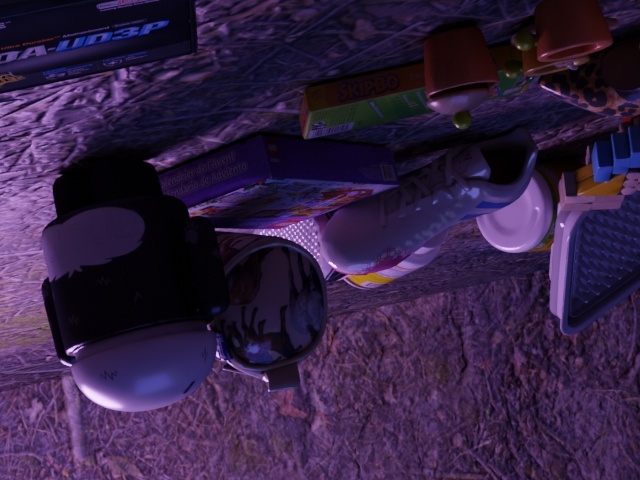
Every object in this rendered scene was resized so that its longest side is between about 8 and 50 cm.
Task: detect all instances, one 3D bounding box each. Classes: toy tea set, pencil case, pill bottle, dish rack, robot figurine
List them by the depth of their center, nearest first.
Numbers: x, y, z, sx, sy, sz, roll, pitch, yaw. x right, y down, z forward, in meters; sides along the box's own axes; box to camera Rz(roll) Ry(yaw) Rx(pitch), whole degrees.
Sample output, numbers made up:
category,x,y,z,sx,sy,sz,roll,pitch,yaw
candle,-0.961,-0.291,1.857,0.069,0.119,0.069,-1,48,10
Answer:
category,x,y,z,sx,sy,sz,roll,pitch,yaw
toy tea set,0.267,-0.170,1.473,0.336,0.124,0.200,-13,176,31
robot figurine,-0.212,0.052,1.689,0.173,0.278,0.209,-11,170,-19
pencil case,-0.153,0.076,1.934,0.160,0.184,0.410,4,-179,-30
dish rack,0.465,-0.032,2.293,0.333,0.072,0.285,-33,143,-24
pill bottle,0.364,-0.054,2.341,0.136,0.136,0.245,-22,168,42
pill bottle,0.111,-0.001,2.353,0.117,0.117,0.215,-9,169,-29

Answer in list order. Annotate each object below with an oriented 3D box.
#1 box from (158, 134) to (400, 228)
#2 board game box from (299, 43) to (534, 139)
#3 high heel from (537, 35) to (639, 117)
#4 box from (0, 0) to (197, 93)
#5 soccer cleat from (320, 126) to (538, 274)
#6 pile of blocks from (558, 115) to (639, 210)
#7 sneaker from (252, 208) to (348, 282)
category,x,y,z,sx,sy,sz,roll,pitch,yaw
box,-0.061,-0.068,1.881,0.201,0.057,0.293,-20,169,31
board game box,0.108,-0.162,1.636,0.259,0.039,0.124,-10,171,-5
high heel,0.361,-0.219,1.627,0.261,0.093,0.186,-3,150,10
box,-0.202,-0.164,1.116,0.220,0.051,0.175,-12,171,-7
soccer cleat,0.146,-0.065,2.012,0.331,0.116,0.143,-25,161,-24
pile of blocks,0.461,-0.155,2.028,0.362,0.113,0.149,-23,146,33
sneaker,0.000,0.000,2.190,0.127,0.126,0.321,-6,180,-18
